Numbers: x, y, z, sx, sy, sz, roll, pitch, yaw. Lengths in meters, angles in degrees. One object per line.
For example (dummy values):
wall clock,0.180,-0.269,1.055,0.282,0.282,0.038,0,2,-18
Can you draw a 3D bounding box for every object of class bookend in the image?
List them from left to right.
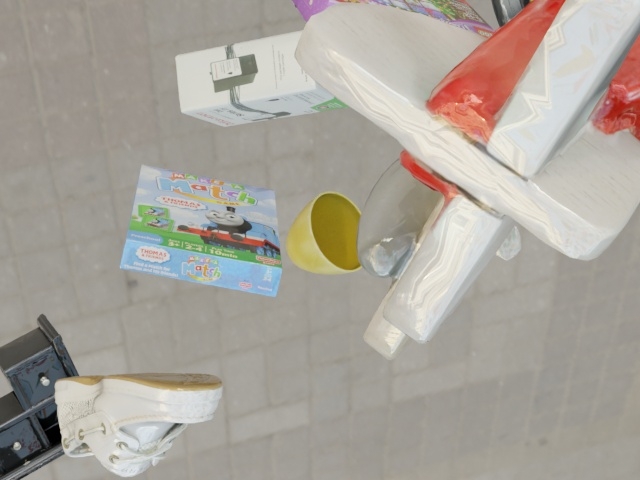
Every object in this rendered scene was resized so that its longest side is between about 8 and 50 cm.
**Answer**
bookend,-0.373,0.201,1.398,0.156,0.072,0.157,-28,121,-19

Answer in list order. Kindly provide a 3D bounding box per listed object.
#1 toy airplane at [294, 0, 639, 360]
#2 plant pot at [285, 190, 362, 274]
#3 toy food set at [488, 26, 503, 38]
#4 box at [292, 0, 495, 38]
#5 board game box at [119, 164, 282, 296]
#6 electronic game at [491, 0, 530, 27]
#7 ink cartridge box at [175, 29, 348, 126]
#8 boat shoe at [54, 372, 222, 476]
toy airplane,0.131,-0.115,0.571,0.386,0.272,0.384,-38,154,1
plant pot,0.000,0.000,1.803,0.134,0.134,0.095,24,145,-37
toy food set,0.155,-0.130,0.916,0.083,0.020,0.083,7,94,-14
box,0.100,-0.322,1.586,0.293,0.201,0.057,9,122,-27
board game box,-0.126,-0.015,1.215,0.160,0.211,0.039,11,112,-10
electronic game,0.303,-0.298,1.554,0.048,0.229,0.229,-24,141,35
ink cartridge box,-0.079,-0.224,1.590,0.208,0.087,0.153,-7,175,21
boat shoe,-0.173,0.174,1.061,0.098,0.096,0.277,6,169,-31
